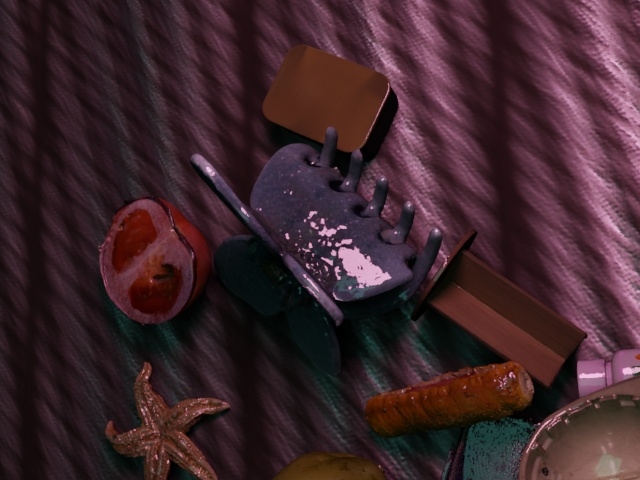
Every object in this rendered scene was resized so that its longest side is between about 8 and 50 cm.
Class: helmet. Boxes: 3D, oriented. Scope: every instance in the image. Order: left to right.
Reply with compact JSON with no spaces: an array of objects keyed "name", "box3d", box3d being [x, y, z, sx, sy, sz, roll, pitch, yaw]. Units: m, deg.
[{"name":"helmet","box3d":[0.413,0.312,1.235,0.257,0.137,0.204,-32,35,18]}]

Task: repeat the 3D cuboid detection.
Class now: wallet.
[{"name":"wallet","box3d":[0.308,0.379,1.347,0.262,0.071,0.221,17,82,18]}]

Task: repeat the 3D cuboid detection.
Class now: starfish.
[{"name":"starfish","box3d":[-0.260,0.337,1.568,0.236,0.062,0.277,-12,72,12]}]

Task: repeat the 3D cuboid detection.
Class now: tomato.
[{"name":"tomato","box3d":[-0.276,0.040,1.587,0.199,0.112,0.228,-37,68,24]}]

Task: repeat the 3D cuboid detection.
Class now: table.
[{"name":"table","box3d":[0.273,0.115,1.364,0.227,0.167,0.167,36,93,13]}]

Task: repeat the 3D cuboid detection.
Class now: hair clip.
[{"name":"hair clip","box3d":[0.000,0.000,1.412,0.238,0.392,0.318,-37,67,-18]}]

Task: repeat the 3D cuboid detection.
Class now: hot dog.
[{"name":"hot dog","box3d":[0.181,0.242,1.357,0.289,0.068,0.083,-23,83,38]}]

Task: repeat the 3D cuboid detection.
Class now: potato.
[{"name":"potato","box3d":[-0.018,0.452,1.368,0.216,0.216,0.304,43,106,21]}]

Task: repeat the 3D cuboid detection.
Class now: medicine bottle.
[{"name":"medicine bottle","box3d":[0.499,0.195,1.289,0.260,0.095,0.095,-5,79,18]}]

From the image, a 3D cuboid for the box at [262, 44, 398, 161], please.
[{"name":"box","box3d":[0.021,-0.228,1.538,0.201,0.090,0.144,24,89,22]}]
